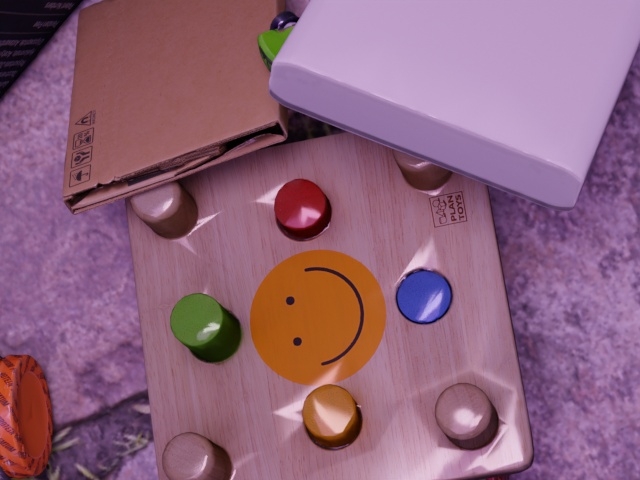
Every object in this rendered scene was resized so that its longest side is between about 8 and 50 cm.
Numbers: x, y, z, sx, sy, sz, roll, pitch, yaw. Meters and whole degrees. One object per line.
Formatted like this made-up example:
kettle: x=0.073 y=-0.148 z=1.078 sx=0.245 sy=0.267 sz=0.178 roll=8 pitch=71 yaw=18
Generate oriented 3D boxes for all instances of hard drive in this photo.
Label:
hard drive: x=0.115 y=-0.164 z=1.270 sx=0.203 sy=0.307 sz=0.040 roll=22 pitch=138 yaw=7

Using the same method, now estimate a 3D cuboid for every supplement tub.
supplement tub: x=-0.305 y=0.140 z=1.445 sx=0.190 sy=0.117 sz=0.117 roll=-6 pitch=94 yaw=11

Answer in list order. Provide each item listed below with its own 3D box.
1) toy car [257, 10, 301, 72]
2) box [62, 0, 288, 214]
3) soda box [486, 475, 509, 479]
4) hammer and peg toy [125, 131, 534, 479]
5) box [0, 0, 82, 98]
toy car: x=0.050 y=-0.146 z=1.306 sx=0.239 sy=0.225 sz=0.053 roll=46 pitch=144 yaw=27
box: x=-0.099 y=-0.118 z=1.335 sx=0.164 sy=0.201 sz=0.021 roll=-19 pitch=133 yaw=16
soda box: x=0.091 y=0.240 z=1.396 sx=0.083 sy=0.092 sz=0.263 roll=3 pitch=95 yaw=13
hammer and peg toy: x=0.000 y=0.000 z=1.321 sx=0.266 sy=0.127 sz=0.361 roll=-10 pitch=73 yaw=8
box: x=-0.438 y=-0.249 z=1.348 sx=0.480 sy=0.297 sz=0.472 roll=42 pitch=102 yaw=4
